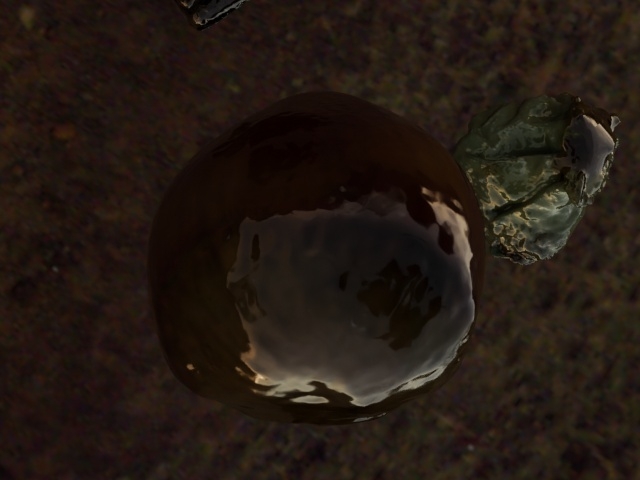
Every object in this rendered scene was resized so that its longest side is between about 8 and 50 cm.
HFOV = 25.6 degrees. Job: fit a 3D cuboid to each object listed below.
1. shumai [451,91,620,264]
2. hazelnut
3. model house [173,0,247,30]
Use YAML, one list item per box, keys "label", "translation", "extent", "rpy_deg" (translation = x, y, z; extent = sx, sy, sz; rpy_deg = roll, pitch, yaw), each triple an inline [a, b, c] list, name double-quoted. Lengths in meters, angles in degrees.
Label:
- label: "shumai"
  translation: [0.240, -0.059, 1.428]
  extent: [0.184, 0.142, 0.184]
  rpy_deg: [-7, 104, -31]
- label: "hazelnut"
  translation: [0.000, 0.000, 0.800]
  extent: [0.208, 0.208, 0.208]
  rpy_deg: [-24, 130, -32]
- label: "model house"
  translation: [-0.096, -0.261, 0.936]
  extent: [0.164, 0.141, 0.203]
  rpy_deg: [32, 77, -54]
